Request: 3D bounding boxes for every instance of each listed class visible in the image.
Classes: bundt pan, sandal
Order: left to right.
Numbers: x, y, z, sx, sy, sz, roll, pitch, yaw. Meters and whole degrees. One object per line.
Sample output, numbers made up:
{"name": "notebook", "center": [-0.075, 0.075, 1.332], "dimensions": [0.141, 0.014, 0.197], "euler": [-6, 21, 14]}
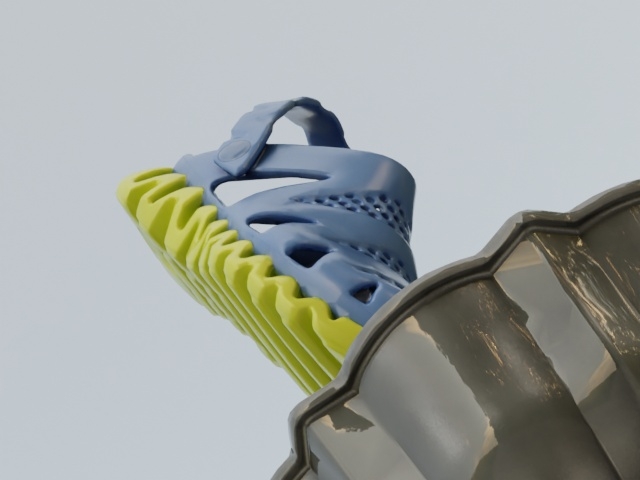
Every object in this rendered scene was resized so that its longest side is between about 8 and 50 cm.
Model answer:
{"name": "sandal", "center": [0.000, 0.000, 1.025], "dimensions": [0.138, 0.317, 0.126], "euler": [-39, -53, -9]}
{"name": "bundt pan", "center": [0.141, 0.142, 0.820], "dimensions": [0.330, 0.124, 0.331], "euler": [-13, -51, -17]}
